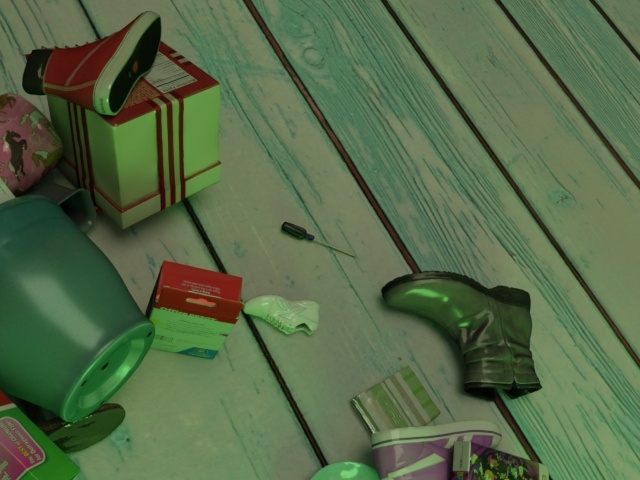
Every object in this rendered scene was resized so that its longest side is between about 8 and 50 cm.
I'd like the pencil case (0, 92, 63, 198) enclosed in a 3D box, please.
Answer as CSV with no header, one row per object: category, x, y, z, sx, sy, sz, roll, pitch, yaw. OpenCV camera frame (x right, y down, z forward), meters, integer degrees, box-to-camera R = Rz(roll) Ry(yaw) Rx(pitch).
pencil case,-0.606,-0.090,1.200,0.167,0.160,0.386,49,53,-8

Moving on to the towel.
towel,0.140,0.312,1.357,0.152,0.023,0.113,-23,73,-35

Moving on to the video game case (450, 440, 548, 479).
video game case,0.306,0.469,1.244,0.232,0.041,0.210,26,62,-34

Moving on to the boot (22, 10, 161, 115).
boot,-0.373,-0.309,1.189,0.176,0.088,0.244,14,48,7

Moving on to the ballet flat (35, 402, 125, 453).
ballet flat,-0.419,0.296,1.098,0.249,0.084,0.058,-20,46,-28

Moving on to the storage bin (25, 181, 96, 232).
storage bin,-0.475,-0.038,1.273,0.091,0.098,0.135,23,49,27

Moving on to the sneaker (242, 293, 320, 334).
sneaker,-0.070,0.138,1.352,0.152,0.054,0.061,9,60,-19

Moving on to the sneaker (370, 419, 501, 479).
sneaker,0.216,0.404,1.275,0.282,0.102,0.161,2,63,-31

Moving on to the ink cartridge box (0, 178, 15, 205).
ink cartridge box,-0.546,-0.021,1.027,0.082,0.139,0.191,52,53,-11

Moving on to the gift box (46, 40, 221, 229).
gift box,-0.339,-0.206,1.332,0.255,0.258,0.276,-27,54,-32

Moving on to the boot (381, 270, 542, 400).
boot,0.285,0.191,1.438,0.338,0.118,0.223,9,62,-13

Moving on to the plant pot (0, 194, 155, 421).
plant pot,-0.396,0.118,1.070,0.255,0.272,0.271,38,53,11

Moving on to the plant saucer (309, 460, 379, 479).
plant saucer,0.048,0.467,1.208,0.194,0.037,0.195,10,57,-16

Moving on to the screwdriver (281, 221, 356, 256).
screwdriver,0.000,0.000,1.485,0.169,0.025,0.024,20,54,-10

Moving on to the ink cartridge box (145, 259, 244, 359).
ink cartridge box,-0.210,0.109,1.198,0.134,0.231,0.078,13,56,-16

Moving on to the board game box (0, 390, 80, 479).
board game box,-0.504,0.281,0.966,0.316,0.242,0.064,41,19,6
